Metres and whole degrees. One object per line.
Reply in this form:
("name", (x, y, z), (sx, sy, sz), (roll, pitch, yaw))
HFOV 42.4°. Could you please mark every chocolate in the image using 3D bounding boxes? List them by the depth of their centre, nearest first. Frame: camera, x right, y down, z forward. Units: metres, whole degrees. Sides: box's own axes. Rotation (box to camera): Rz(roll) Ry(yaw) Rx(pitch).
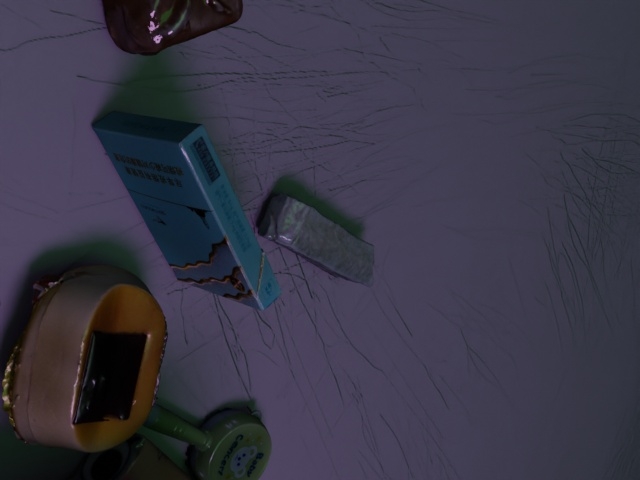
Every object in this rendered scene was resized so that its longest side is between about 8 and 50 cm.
("chocolate", (-0.158, -0.300, 0.856), (0.148, 0.093, 0.214), (-28, 123, -30))

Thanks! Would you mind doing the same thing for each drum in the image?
("drum", (-0.169, 0.275, 1.083), (0.253, 0.049, 0.130), (19, 92, -44))

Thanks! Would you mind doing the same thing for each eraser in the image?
("eraser", (-0.213, 0.380, 1.056), (0.171, 0.087, 0.290), (-47, 130, -18))

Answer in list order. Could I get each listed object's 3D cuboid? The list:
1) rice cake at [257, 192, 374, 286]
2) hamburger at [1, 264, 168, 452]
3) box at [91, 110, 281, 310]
("rice cake", (0.000, 0.000, 1.128), (0.206, 0.063, 0.069), (28, 80, -46))
("hamburger", (-0.258, 0.131, 0.913), (0.173, 0.116, 0.210), (3, 99, -51))
("box", (-0.146, -0.032, 0.915), (0.041, 0.162, 0.229), (-45, 129, -29))
